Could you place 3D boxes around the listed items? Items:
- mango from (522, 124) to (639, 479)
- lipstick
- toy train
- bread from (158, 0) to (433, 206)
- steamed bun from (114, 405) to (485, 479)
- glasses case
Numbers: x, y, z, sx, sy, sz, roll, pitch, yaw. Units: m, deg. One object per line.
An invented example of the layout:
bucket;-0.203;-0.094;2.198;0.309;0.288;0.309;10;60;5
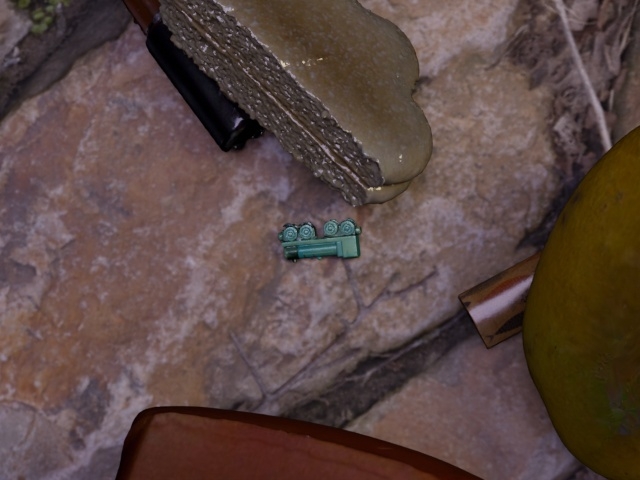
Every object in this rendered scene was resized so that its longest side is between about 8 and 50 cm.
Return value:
mango;0.319;0.052;0.991;0.253;0.182;0.365;21;113;22
lipstick;-0.192;-0.277;1.242;0.077;0.077;0.418;-35;74;1
toy train;0.000;0.000;1.178;0.092;0.029;0.045;-6;93;12
bread;-0.004;-0.195;1.151;0.337;0.102;0.183;44;60;7
steamed bun;-0.013;0.290;1.000;0.379;0.248;0.235;6;68;25
glasses case;0.230;0.043;1.124;0.170;0.041;0.065;-28;76;2
